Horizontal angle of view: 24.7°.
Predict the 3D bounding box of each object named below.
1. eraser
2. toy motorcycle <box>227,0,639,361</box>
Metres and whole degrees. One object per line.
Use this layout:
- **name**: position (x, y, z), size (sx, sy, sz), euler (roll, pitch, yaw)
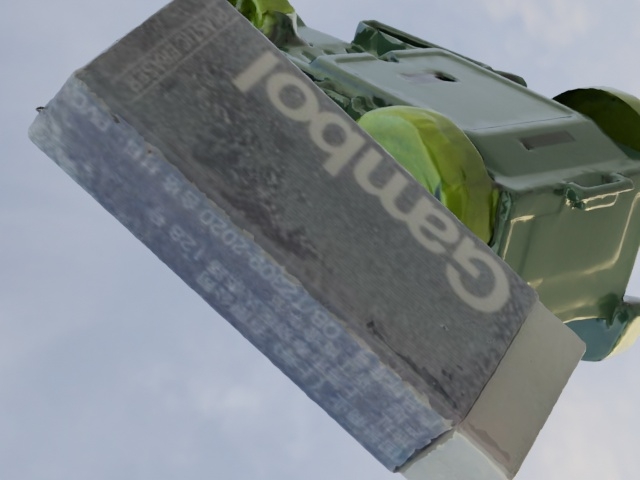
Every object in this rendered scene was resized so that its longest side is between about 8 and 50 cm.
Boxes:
- **eraser**: position (0.000, 0.000, 0.548), size (0.212, 0.046, 0.092), euler (42, -138, -2)
- **toy motorcycle**: position (0.021, -0.026, 0.842), size (0.191, 0.326, 0.199), euler (-10, -60, -43)
